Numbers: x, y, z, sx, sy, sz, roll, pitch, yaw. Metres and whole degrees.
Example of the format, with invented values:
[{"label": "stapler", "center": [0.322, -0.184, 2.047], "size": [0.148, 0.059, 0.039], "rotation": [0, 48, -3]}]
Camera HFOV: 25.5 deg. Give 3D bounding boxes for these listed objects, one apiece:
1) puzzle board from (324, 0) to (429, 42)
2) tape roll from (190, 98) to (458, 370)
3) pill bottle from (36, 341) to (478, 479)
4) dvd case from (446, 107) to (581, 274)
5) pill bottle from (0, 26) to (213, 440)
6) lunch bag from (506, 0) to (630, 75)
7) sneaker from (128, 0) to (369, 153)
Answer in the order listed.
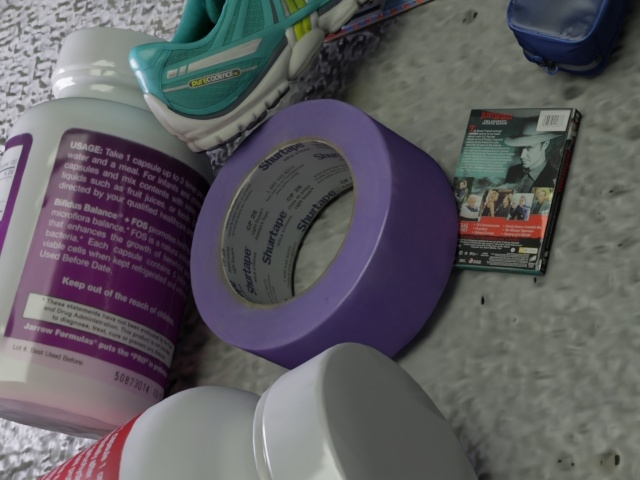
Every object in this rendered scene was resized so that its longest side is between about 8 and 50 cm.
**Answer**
[{"label": "puzzle board", "center": [0.052, -0.221, 1.134], "size": [0.128, 0.011, 0.096], "rotation": [-18, 59, 32]}, {"label": "tape roll", "center": [0.000, 0.000, 1.014], "size": [0.189, 0.080, 0.189], "rotation": [-21, 56, 36]}, {"label": "pill bottle", "center": [-0.102, 0.235, 0.891], "size": [0.407, 0.229, 0.229], "rotation": [-34, 52, 23]}, {"label": "dvd case", "center": [0.129, -0.036, 0.982], "size": [0.087, 0.013, 0.119], "rotation": [3, 73, 39]}, {"label": "pill bottle", "center": [-0.177, -0.006, 1.110], "size": [0.169, 0.169, 0.302], "rotation": [-1, 69, 39]}, {"label": "lunch bag", "center": [0.174, -0.160, 0.972], "size": [0.067, 0.065, 0.098], "rotation": [21, 82, 27]}, {"label": "sneaker", "center": [-0.037, -0.191, 1.074], "size": [0.107, 0.110, 0.275], "rotation": [-4, 43, 55]}]
